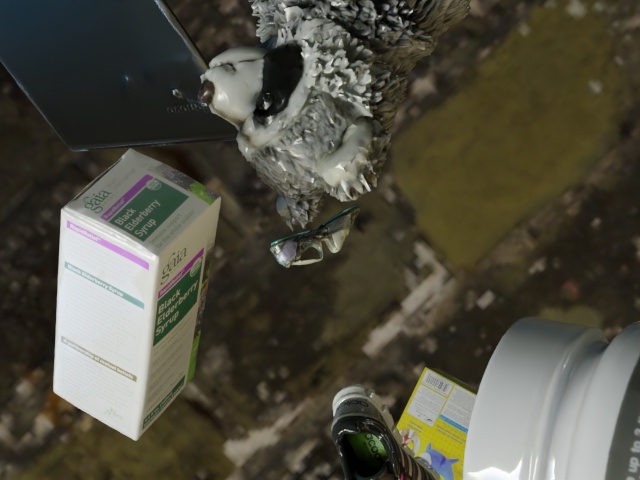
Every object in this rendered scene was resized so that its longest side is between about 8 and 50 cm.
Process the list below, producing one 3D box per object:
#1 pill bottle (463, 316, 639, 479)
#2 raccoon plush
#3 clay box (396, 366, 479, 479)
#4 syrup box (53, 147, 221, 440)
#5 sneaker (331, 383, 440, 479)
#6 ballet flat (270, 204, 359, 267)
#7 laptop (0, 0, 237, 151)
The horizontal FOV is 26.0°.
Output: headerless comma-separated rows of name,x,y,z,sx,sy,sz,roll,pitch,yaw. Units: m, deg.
pill bottle,0.237,0.133,0.785,0.161,0.283,0.161,-32,-53,-55
raccoon plush,0.108,-0.187,1.202,0.447,0.299,0.216,-11,-10,-5
clay box,0.129,0.268,1.541,0.053,0.127,0.222,17,-81,-63
syrup box,-0.158,0.049,1.171,0.093,0.096,0.237,-50,-18,-43
sneaker,0.061,0.218,1.281,0.063,0.170,0.075,-28,11,23
ballet flat,0.000,0.000,1.479,0.114,0.041,0.041,-25,-6,-27
laptop,-0.238,-0.331,1.534,0.382,0.236,0.407,1,78,49
